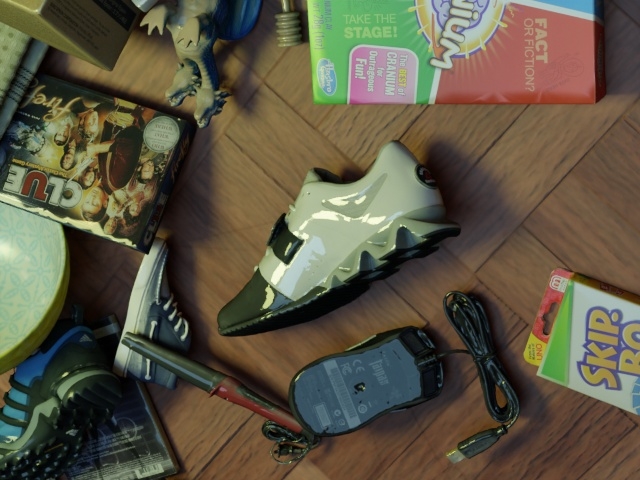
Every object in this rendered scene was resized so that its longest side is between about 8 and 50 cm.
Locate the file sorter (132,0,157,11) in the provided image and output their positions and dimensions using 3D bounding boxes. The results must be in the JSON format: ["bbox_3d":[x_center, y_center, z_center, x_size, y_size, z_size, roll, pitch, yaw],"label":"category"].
[{"bbox_3d":[-0.232,-0.424,1.517,0.193,0.173,0.278,-43,70,7],"label":"file sorter"}]

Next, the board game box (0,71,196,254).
[{"bbox_3d":[-0.290,-0.099,1.731,0.243,0.042,0.165,18,84,15],"label":"board game box"}]

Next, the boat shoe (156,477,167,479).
[{"bbox_3d":[-0.323,0.389,1.877,0.340,0.127,0.113,-18,97,23],"label":"boat shoe"}]

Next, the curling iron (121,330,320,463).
[{"bbox_3d":[-0.123,0.189,1.757,0.274,0.035,0.068,32,115,-7],"label":"curling iron"}]

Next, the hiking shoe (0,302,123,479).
[{"bbox_3d":[-0.356,0.215,1.846,0.304,0.113,0.132,-42,54,33],"label":"hiking shoe"}]

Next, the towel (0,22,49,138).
[{"bbox_3d":[-0.498,-0.225,1.752,0.312,0.056,0.324,23,87,15],"label":"towel"}]

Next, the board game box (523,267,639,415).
[{"bbox_3d":[0.359,0.130,1.594,0.259,0.039,0.124,22,111,17],"label":"board game box"}]

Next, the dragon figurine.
[{"bbox_3d":[-0.120,-0.275,1.628,0.085,0.144,0.289,19,92,16],"label":"dragon figurine"}]

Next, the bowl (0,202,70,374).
[{"bbox_3d":[-0.438,0.067,1.793,0.289,0.289,0.156,18,154,15],"label":"bowl"}]

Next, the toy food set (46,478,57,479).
[{"bbox_3d":[-0.391,0.324,1.941,0.083,0.020,0.083,29,114,10],"label":"toy food set"}]

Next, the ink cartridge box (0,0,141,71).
[{"bbox_3d":[-0.341,-0.293,1.593,0.234,0.193,0.088,25,87,18],"label":"ink cartridge box"}]

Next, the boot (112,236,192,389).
[{"bbox_3d":[-0.193,0.091,1.782,0.086,0.069,0.190,16,112,-2],"label":"boot"}]

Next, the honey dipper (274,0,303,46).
[{"bbox_3d":[-0.044,-0.299,1.624,0.030,0.030,0.161,-3,102,22],"label":"honey dipper"}]

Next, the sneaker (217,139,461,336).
[{"bbox_3d":[0.000,0.000,1.660,0.330,0.122,0.146,-31,75,26],"label":"sneaker"}]

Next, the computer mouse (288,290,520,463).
[{"bbox_3d":[0.105,0.185,1.694,0.262,0.060,0.184,-28,90,14],"label":"computer mouse"}]

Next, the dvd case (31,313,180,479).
[{"bbox_3d":[-0.293,0.219,1.875,0.164,0.018,0.221,-19,98,25],"label":"dvd case"}]

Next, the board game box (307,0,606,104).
[{"bbox_3d":[0.142,-0.268,1.542,0.316,0.064,0.242,1,106,21],"label":"board game box"}]
